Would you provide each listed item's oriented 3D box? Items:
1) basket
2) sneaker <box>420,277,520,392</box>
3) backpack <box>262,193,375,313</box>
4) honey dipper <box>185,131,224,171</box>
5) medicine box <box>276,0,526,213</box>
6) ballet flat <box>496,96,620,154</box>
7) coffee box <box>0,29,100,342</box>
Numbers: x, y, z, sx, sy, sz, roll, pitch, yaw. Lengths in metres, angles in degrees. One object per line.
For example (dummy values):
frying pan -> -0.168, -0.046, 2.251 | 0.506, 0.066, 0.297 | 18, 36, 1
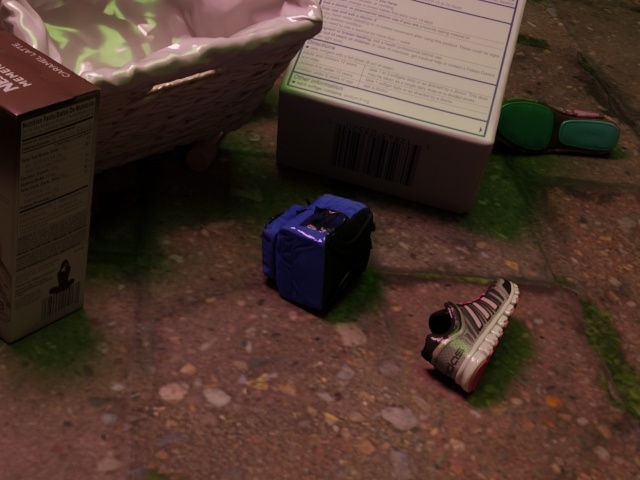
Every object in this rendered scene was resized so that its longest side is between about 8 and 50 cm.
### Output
basket -> -0.236, -0.277, 1.198 | 0.328, 0.266, 0.331 | -22, 79, -29
sneaker -> 0.154, 0.084, 1.107 | 0.075, 0.063, 0.170 | 27, 40, 11
backpack -> 0.000, 0.000, 1.153 | 0.101, 0.098, 0.120 | 24, 35, 23
honey dipper -> -0.134, -0.135, 1.376 | 0.030, 0.030, 0.160 | 16, 32, 6
medicine box -> 0.106, -0.215, 1.381 | 0.264, 0.149, 0.289 | 15, 55, 5
ballet flat -> 0.327, -0.166, 1.544 | 0.222, 0.076, 0.079 | 4, 15, -21
coffee box -> -0.293, -0.050, 0.995 | 0.141, 0.246, 0.098 | 30, 37, 26
